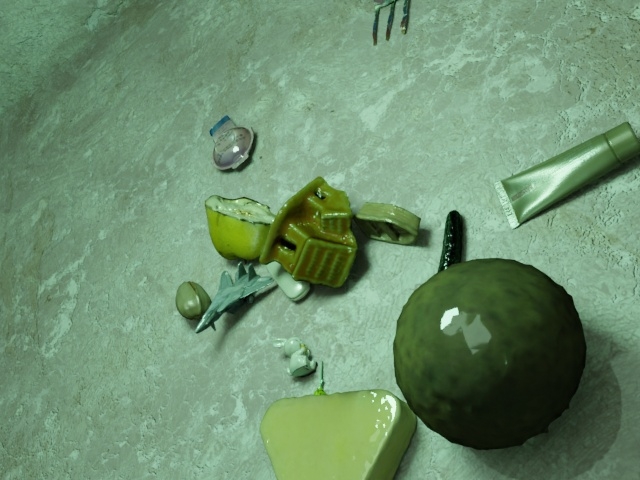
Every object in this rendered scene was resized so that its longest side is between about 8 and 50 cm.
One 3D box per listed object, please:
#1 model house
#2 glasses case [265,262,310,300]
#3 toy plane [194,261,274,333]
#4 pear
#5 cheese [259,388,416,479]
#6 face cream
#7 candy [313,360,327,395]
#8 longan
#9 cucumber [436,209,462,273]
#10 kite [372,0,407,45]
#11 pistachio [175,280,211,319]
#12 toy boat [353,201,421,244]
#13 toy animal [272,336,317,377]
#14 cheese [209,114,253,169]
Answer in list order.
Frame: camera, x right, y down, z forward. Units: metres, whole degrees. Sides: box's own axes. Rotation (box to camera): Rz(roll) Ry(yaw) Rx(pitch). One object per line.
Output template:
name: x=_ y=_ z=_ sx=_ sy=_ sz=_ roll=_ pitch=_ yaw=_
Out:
model house: x=0.001 y=-0.009 z=1.825 sx=0.239 sy=0.173 sz=0.268 roll=34 pitch=112 yaw=32
glasses case: x=-0.097 y=0.092 z=1.941 sx=0.081 sy=0.051 sz=0.204 roll=-40 pitch=47 yaw=2
toy plane: x=-0.267 y=0.184 z=1.958 sx=0.212 sy=0.088 sz=0.267 roll=7 pitch=49 yaw=38
pear: x=-0.252 y=-0.023 z=2.047 sx=0.267 sy=0.267 sz=0.178 roll=31 pitch=107 yaw=42
cheese: x=0.025 y=0.530 z=1.552 sx=0.383 sy=0.104 sz=0.384 roll=-17 pitch=55 yaw=26
face cream: x=0.585 y=-0.161 z=1.613 sx=0.341 sy=0.084 sz=0.137 roll=-30 pitch=59 yaw=26
candy: x=0.003 y=0.361 z=1.728 sx=0.035 sy=0.035 sz=0.123 roll=-28 pitch=40 yaw=33
longan: x=0.335 y=0.224 z=1.355 sx=0.391 sy=0.391 sz=0.391 roll=-17 pitch=54 yaw=26
cucumber: x=0.327 y=0.014 z=1.697 sx=0.058 sy=0.052 sz=0.215 roll=-30 pitch=41 yaw=55
kite: x=0.247 y=-0.813 z=2.281 sx=0.204 sy=0.022 sz=0.361 roll=-12 pitch=56 yaw=30
pistachio: x=-0.388 y=0.182 z=2.051 sx=0.113 sy=0.113 sz=0.149 roll=-42 pitch=49 yaw=6
toy boat: x=0.187 y=-0.044 z=1.787 sx=0.188 sy=0.116 sz=0.061 roll=11 pitch=63 yaw=41
toy animal: x=-0.063 y=0.296 z=1.782 sx=0.085 sy=0.071 sz=0.124 roll=-42 pitch=53 yaw=31
cheese: x=-0.316 y=-0.342 z=2.347 sx=0.189 sy=0.074 sz=0.286 roll=-41 pitch=44 yaw=6
